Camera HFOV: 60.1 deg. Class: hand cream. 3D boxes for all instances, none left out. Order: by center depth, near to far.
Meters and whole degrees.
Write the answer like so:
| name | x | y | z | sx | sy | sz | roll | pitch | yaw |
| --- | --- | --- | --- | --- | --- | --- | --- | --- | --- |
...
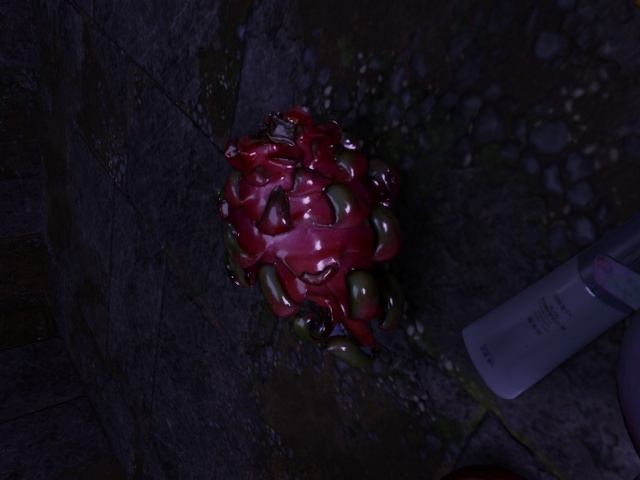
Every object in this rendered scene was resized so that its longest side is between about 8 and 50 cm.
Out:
| name | x | y | z | sx | sy | sz | roll | pitch | yaw |
| --- | --- | --- | --- | --- | --- | --- | --- | --- | --- |
| hand cream | 0.210 | 0.054 | 0.463 | 0.079 | 0.048 | 0.255 | 63 | 143 | 25 |

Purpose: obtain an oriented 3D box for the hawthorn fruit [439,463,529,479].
| name | x | y | z | sx | sy | sz | roll | pitch | yaw |
| --- | --- | --- | --- | --- | --- | --- | --- | --- | --- |
| hawthorn fruit | 0.174 | 0.341 | 0.467 | 0.266 | 0.210 | 0.230 | 31 | 119 | 27 |

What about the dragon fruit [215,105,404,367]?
| name | x | y | z | sx | sy | sz | roll | pitch | yaw |
| --- | --- | --- | --- | --- | --- | --- | --- | --- | --- |
| dragon fruit | -0.003 | -0.006 | 0.615 | 0.272 | 0.218 | 0.198 | 53 | 174 | 22 |

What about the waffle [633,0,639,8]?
| name | x | y | z | sx | sy | sz | roll | pitch | yaw |
| --- | --- | --- | --- | --- | --- | --- | --- | --- | --- |
| waffle | 0.252 | -0.225 | 0.334 | 0.191 | 0.038 | 0.191 | 20 | 115 | 49 |

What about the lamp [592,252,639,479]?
| name | x | y | z | sx | sy | sz | roll | pitch | yaw |
| --- | --- | --- | --- | --- | --- | --- | --- | --- | --- |
| lamp | 0.232 | 0.014 | 0.239 | 0.247 | 0.247 | 0.301 | -130 | 28 | -60 |
